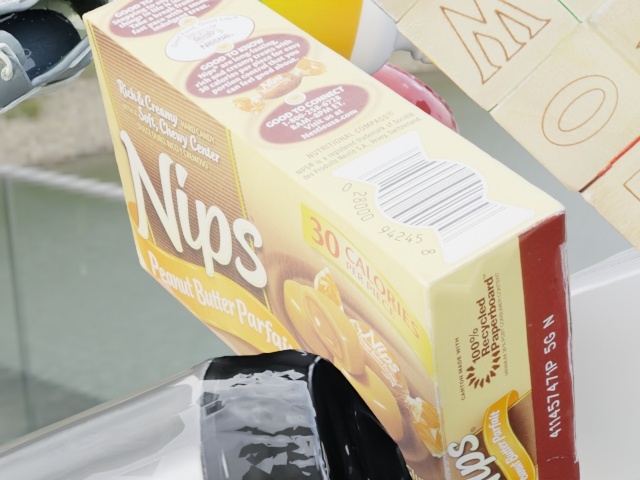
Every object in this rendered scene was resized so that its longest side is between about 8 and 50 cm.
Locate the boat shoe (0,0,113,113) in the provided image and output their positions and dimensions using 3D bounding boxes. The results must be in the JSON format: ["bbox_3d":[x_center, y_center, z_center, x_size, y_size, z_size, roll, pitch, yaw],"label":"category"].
[{"bbox_3d":[-0.292,-0.157,1.509,0.099,0.116,0.319,-39,-4,38],"label":"boat shoe"}]

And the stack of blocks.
[{"bbox_3d":[0.038,-0.141,0.619,0.087,0.297,0.171,-44,16,17],"label":"stack of blocks"}]

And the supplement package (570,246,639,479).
[{"bbox_3d":[0.231,0.091,1.137,0.175,0.177,0.293,-21,-1,36],"label":"supplement package"}]

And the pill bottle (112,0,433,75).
[{"bbox_3d":[-0.015,-0.185,1.225,0.246,0.136,0.136,7,14,-7],"label":"pill bottle"}]

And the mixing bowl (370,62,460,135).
[{"bbox_3d":[0.047,-0.085,1.469,0.181,0.098,0.181,34,-9,6],"label":"mixing bowl"}]

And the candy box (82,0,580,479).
[{"bbox_3d":[0.000,0.000,0.937,0.087,0.183,0.316,-27,42,-23],"label":"candy box"}]

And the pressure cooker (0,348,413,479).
[{"bbox_3d":[-0.125,0.268,0.716,0.420,0.370,0.375,-24,-20,6],"label":"pressure cooker"}]
